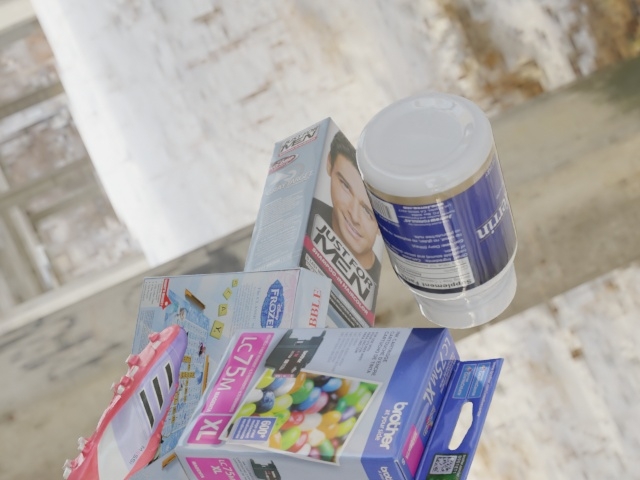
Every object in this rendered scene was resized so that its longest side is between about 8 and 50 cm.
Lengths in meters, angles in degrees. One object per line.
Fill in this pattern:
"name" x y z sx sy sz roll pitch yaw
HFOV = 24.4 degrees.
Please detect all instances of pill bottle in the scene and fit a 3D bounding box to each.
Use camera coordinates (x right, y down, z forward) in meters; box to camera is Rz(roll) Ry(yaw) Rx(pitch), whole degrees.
"pill bottle" 0.142 -0.027 1.691 0.264 0.153 0.153 69 174 -45

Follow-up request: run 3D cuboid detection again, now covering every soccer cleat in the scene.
"soccer cleat" -0.223 0.219 1.830 0.095 0.248 0.083 33 -178 -15

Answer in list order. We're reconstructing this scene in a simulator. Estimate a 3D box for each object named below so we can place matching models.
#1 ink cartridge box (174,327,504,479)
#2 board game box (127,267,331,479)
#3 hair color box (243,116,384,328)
"ink cartridge box" 0.020 0.172 1.538 0.185 0.311 0.065 -64 -37 -41
"board game box" -0.139 0.202 1.976 0.066 0.318 0.318 21 -107 -43
"hair color box" 0.000 0.000 2.257 0.185 0.114 0.374 50 -151 -28
